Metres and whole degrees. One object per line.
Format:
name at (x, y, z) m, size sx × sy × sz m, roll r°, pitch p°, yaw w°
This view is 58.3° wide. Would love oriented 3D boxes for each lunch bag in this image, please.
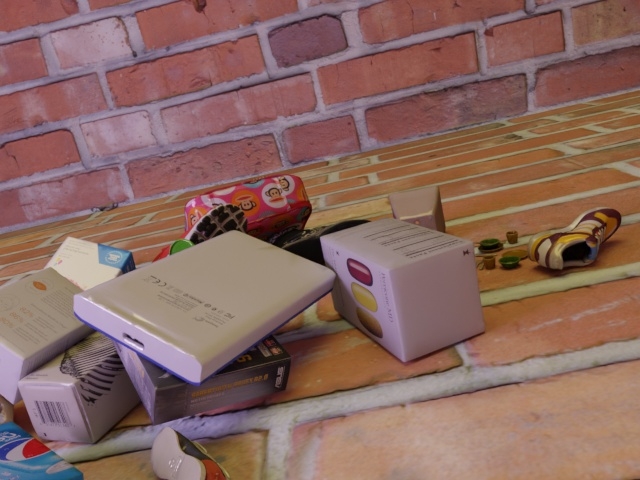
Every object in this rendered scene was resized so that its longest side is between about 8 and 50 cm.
lunch bag at (-0.179, -0.040, 1.381) m, size 0.292 × 0.120 × 0.258 m, roll -16°, pitch -18°, yaw -19°

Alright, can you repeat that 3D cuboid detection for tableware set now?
tableware set at (0.330, 0.016, 1.051) m, size 0.103 × 0.024 × 0.154 m, roll -4°, pitch 18°, yaw 31°

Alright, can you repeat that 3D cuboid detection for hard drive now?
hard drive at (-0.144, 0.074, 0.813) m, size 0.210 × 0.040 × 0.318 m, roll 21°, pitch 25°, yaw 23°

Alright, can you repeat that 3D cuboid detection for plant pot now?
plant pot at (0.208, -0.040, 1.218) m, size 0.108 × 0.109 × 0.096 m, roll -10°, pitch 28°, yaw 13°

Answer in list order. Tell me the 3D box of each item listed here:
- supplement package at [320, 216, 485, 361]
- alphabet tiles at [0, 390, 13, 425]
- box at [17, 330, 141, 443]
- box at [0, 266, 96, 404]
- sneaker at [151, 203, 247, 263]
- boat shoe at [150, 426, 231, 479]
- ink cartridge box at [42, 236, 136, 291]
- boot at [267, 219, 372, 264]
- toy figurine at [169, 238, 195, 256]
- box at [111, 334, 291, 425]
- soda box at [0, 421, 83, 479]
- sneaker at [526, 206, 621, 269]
supplement package at (0.113, 0.059, 0.859) m, size 0.133 × 0.139 × 0.244 m, roll -17°, pitch 15°, yaw -18°
alphabet tiles at (-0.562, 0.215, 0.695) m, size 0.342 × 0.011 × 0.285 m, roll 9°, pitch 31°, yaw -32°
box at (-0.296, 0.179, 0.862) m, size 0.113 × 0.094 × 0.275 m, roll -5°, pitch 18°, yaw 23°
box at (-0.427, 0.134, 0.854) m, size 0.130 × 0.091 × 0.170 m, roll 31°, pitch 26°, yaw 10°
sneaker at (-0.269, 0.020, 1.156) m, size 0.279 × 0.107 × 0.118 m, roll -45°, pitch 33°, yaw -25°
boat shoe at (-0.143, 0.240, 0.619) m, size 0.043 × 0.049 × 0.137 m, roll 28°, pitch -14°, yaw -34°
ink cartridge box at (-0.442, 0.111, 1.024) m, size 0.134 × 0.078 × 0.231 m, roll 13°, pitch 47°, yaw 5°
boot at (-0.001, -0.001, 1.282) m, size 0.236 × 0.085 × 0.178 m, roll -18°, pitch 13°, yaw -13°
toy figurine at (-0.184, 0.057, 1.097) m, size 0.130 × 0.173 × 0.159 m, roll -37°, pitch -5°, yaw 30°
box at (-0.175, 0.135, 0.784) m, size 0.182 × 0.056 × 0.231 m, roll -5°, pitch 28°, yaw -33°
soda box at (-0.326, 0.262, 0.614) m, size 0.210 × 0.071 × 0.067 m, roll 2°, pitch 6°, yaw 44°
sneaker at (0.438, 0.003, 0.943) m, size 0.185 × 0.070 × 0.084 m, roll -23°, pitch 26°, yaw -13°
